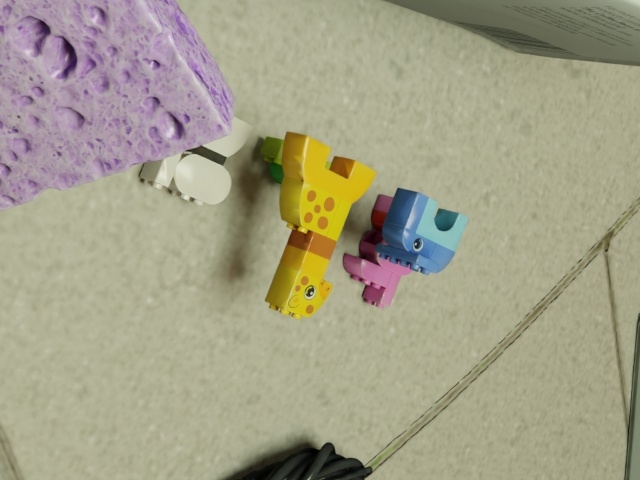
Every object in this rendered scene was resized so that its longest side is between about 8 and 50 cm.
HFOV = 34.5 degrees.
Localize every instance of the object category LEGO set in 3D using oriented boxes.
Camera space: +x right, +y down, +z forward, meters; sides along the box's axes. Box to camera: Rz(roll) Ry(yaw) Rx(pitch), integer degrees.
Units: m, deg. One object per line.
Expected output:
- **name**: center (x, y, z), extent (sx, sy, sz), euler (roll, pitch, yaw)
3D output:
- **LEGO set**: center (0.000, 0.000, 0.601), extent (0.227, 0.087, 0.093), euler (23, 86, -39)

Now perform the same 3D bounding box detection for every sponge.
- **sponge**: center (-0.152, -0.058, 0.402), extent (0.031, 0.210, 0.117), euler (-88, 154, -44)

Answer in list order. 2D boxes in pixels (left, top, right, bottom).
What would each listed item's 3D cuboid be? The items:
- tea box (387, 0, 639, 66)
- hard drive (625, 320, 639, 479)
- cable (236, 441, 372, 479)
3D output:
- **tea box**: center (0.111, -0.281, 0.529), extent (0.329, 0.220, 0.323), euler (9, 97, -40)
- **hard drive**: center (0.407, 0.138, 0.992), extent (0.307, 0.040, 0.203), euler (-11, 108, -36)
- **cable**: center (-0.028, 0.212, 0.660), extent (0.184, 0.047, 0.150), euler (-34, 121, -28)
